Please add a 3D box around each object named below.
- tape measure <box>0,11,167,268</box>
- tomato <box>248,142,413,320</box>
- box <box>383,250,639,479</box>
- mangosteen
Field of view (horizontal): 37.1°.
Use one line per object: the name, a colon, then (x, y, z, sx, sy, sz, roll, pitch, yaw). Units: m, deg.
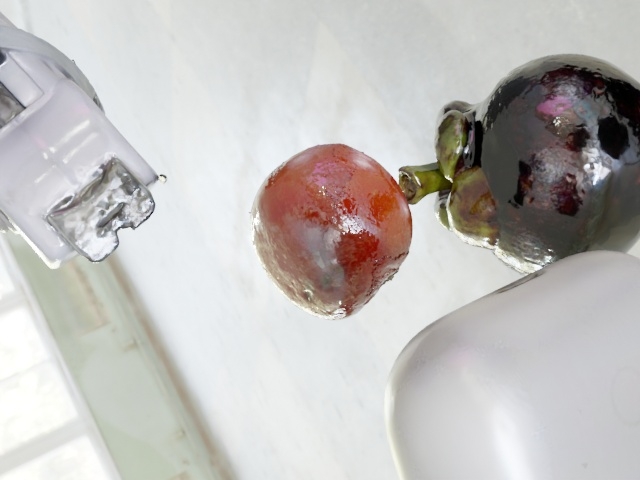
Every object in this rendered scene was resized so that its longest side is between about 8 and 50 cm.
tape measure: (-0.204, -0.072, 0.639, 0.197, 0.120, 0.236, 49, 168, -9)
tomato: (0.000, 0.000, 0.992, 0.173, 0.189, 0.099, 41, -157, -4)
box: (0.200, 0.196, 0.713, 0.141, 0.289, 0.349, -14, 96, 53)
mangosteen: (0.291, -0.099, 1.231, 0.313, 0.297, 0.297, 24, 137, 38)
